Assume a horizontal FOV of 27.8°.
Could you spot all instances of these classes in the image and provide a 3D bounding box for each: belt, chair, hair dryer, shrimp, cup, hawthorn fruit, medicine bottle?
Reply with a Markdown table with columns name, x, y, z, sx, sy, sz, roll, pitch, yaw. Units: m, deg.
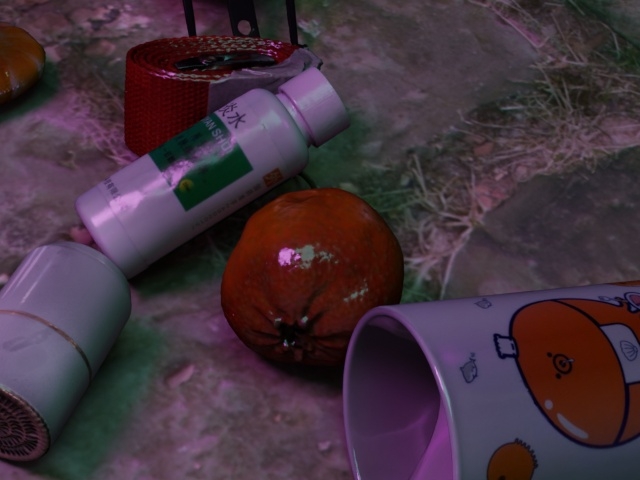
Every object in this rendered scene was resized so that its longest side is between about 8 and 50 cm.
| name | x | y | z | sx | sy | sz | roll | pitch | yaw |
| --- | --- | --- | --- | --- | --- | --- | --- | --- | --- |
| belt | -0.099 | -0.132 | 1.302 | 0.201 | 0.124 | 0.128 | -5 | 30 | -22 |
| chair | -0.118 | -0.326 | 1.457 | 0.154 | 0.141 | 0.260 | -11 | 100 | -24 |
| hair dryer | -0.354 | 0.049 | 1.103 | 0.357 | 0.107 | 0.173 | 18 | 46 | 8 |
| shrimp | -0.392 | -0.166 | 1.288 | 0.150 | 0.068 | 0.249 | 32 | 43 | 28 |
| cup | 0.203 | 0.144 | 1.102 | 0.317 | 0.212 | 0.212 | -6 | 53 | -22 |
| hawthorn fruit | 0.000 | 0.000 | 1.224 | 0.165 | 0.165 | 0.285 | 16 | 32 | -3 |
| medicine bottle | -0.097 | -0.067 | 1.202 | 0.260 | 0.095 | 0.095 | -31 | 62 | -7 |
